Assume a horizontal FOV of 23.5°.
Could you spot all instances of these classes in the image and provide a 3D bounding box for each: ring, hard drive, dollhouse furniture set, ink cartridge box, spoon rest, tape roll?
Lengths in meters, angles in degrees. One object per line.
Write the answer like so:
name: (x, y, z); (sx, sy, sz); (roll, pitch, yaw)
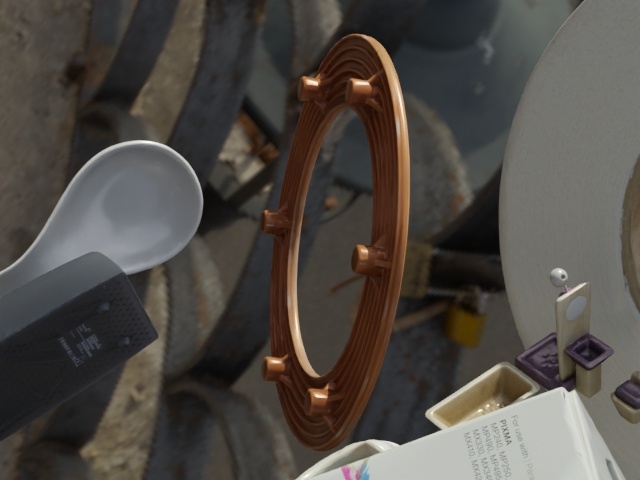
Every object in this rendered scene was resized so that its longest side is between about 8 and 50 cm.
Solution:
ring: (0.000, 0.000, 1.237); (0.032, 0.336, 0.336); (6, 72, -16)
hard drive: (-0.284, 0.114, 1.438); (0.255, 0.172, 0.054); (-33, 64, -9)
dollhouse furniture set: (0.124, 0.075, 0.881); (0.114, 0.081, 0.091); (-30, 44, -24)
ink cartridge box: (0.044, 0.142, 0.626); (0.127, 0.175, 0.072); (53, 19, -50)
spoon rest: (-0.248, -0.001, 1.558); (0.276, 0.084, 0.137); (-29, 116, 2)
tape roll: (0.284, 0.002, 0.907); (0.072, 0.392, 0.392); (-18, 83, -49)

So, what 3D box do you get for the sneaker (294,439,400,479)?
sneaker: (-0.044, 0.270, 1.296); (0.305, 0.152, 0.114); (-42, 69, -7)
